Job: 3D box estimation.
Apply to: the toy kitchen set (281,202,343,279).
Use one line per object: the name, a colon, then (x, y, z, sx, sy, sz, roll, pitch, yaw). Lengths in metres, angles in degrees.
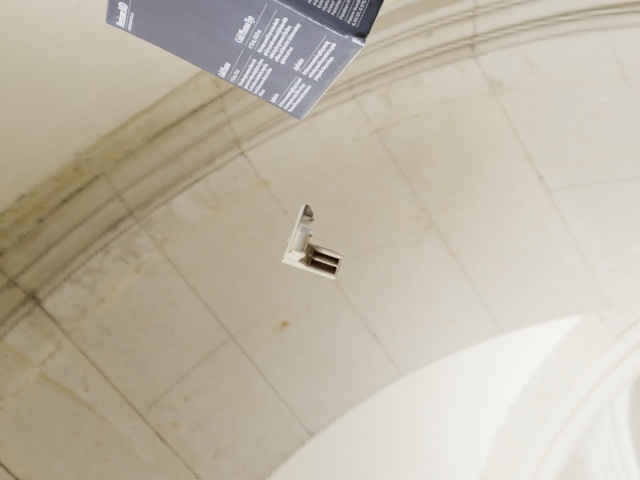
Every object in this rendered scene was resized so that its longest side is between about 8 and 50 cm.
toy kitchen set: (0.000, 0.000, 1.368, 0.075, 0.083, 0.068, 19, -103, -8)

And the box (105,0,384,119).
box: (-0.092, -0.338, 1.402, 0.313, 0.343, 0.178, 25, -104, -9)
